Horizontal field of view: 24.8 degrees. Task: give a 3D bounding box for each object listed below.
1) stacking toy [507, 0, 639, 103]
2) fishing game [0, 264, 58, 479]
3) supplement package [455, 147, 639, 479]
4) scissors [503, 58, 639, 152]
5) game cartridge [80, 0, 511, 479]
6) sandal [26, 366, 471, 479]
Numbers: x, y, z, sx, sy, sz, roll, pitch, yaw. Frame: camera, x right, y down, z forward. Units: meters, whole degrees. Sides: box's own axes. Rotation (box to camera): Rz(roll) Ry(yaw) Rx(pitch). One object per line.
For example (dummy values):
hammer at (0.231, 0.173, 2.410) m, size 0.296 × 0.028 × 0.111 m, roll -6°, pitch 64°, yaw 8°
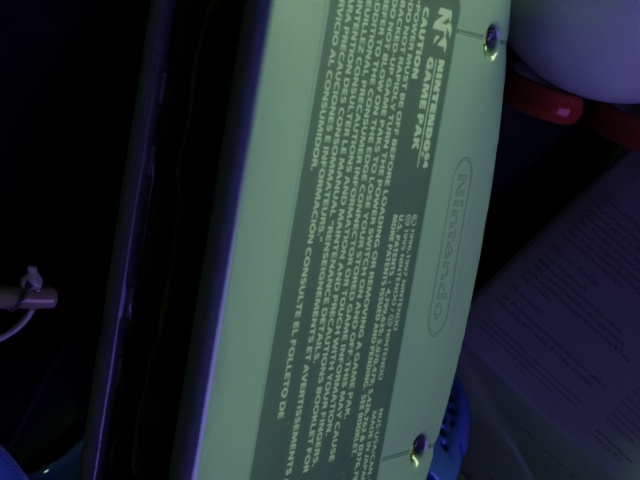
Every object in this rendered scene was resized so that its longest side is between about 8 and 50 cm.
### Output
stacking toy at (0.289, -0.141, 0.755) m, size 0.479 × 0.351 × 0.351 m, roll -14°, pitch 140°, yaw -29°
fishing game at (-0.183, 0.121, 0.488) m, size 0.189 × 0.041 × 0.264 m, roll -3°, pitch 119°, yaw -22°
supplement package at (0.225, 0.069, 0.946) m, size 0.262 × 0.199 × 0.198 m, roll -42°, pitch 165°, yaw -19°
scissors at (0.156, -0.090, 0.835) m, size 0.297 × 0.109 × 0.021 m, roll -52°, pitch 160°, yaw -72°
game cartridge at (0.000, 0.000, 0.557) m, size 0.198 × 0.062 × 0.297 m, roll -2°, pitch 103°, yaw -63°
sandal at (-0.019, 0.097, 0.706) m, size 0.317 × 0.126 × 0.138 m, roll -16°, pitch 135°, yaw -53°
